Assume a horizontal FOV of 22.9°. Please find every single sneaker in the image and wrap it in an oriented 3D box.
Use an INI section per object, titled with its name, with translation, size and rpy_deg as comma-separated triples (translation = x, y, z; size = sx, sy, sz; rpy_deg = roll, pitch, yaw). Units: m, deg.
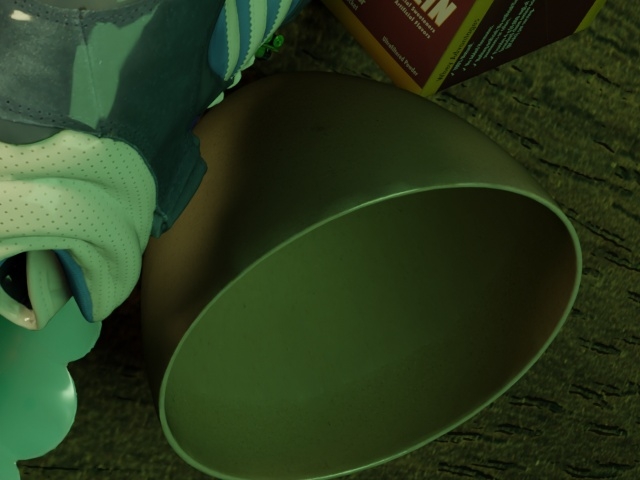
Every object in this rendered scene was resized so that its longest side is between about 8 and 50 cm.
[sneaker]
translation = -0.096, -0.078, 0.737
size = 0.236, 0.130, 0.323
rpy_deg = -65, 177, 7

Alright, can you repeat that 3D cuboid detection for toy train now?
[toy train]
translation = -0.056, -0.139, 1.061
size = 0.083, 0.017, 0.024
rpy_deg = 14, 110, -51

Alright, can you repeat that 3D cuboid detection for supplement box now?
[supplement box]
translation = 0.124, -0.224, 1.067
size = 0.194, 0.129, 0.191
rpy_deg = -26, 158, -38

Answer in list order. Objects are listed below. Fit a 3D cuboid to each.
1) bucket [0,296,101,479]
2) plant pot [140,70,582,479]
[bucket]
translation = -0.271, 0.034, 0.782
size = 0.281, 0.183, 0.281
rpy_deg = -27, 129, -38
[plant pot]
translation = 0.000, 0.000, 1.035
size = 0.284, 0.191, 0.284
rpy_deg = -17, 142, -14
